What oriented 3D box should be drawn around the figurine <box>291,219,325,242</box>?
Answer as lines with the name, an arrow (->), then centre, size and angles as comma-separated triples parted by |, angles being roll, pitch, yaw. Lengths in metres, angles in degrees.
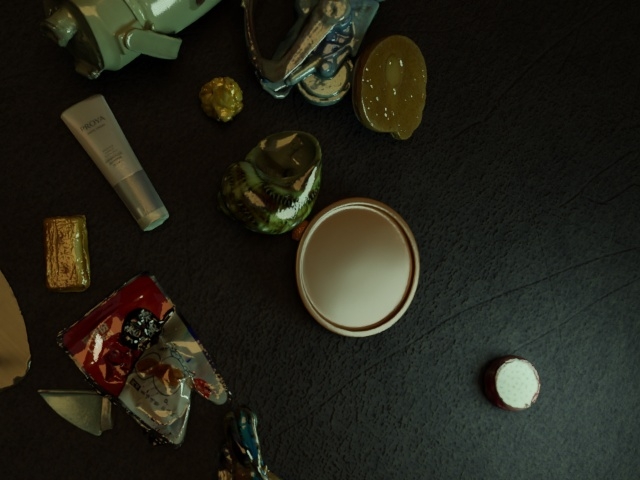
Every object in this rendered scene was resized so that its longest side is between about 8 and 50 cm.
figurine -> 0.000, 0.000, 1.334 | 0.109, 0.047, 0.064 | 32, 47, -12

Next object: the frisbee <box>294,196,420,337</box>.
frisbee -> 0.067, 0.047, 1.324 | 0.251, 0.021, 0.250 | 1, 87, -23

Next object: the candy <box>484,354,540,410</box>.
candy -> 0.352, 0.262, 1.365 | 0.103, 0.043, 0.103 | 2, 80, -12

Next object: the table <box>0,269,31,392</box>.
table -> -0.617, 0.127, 1.071 | 0.318, 0.249, 0.317 | 2, 80, -12

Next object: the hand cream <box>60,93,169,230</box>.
hand cream -> -0.348, -0.134, 1.275 | 0.079, 0.048, 0.255 | -33, 88, -14

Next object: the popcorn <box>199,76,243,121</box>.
popcorn -> -0.168, -0.249, 1.326 | 0.084, 0.084, 0.084 | 2, 81, -12

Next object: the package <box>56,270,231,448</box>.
package -> -0.278, 0.202, 1.228 | 0.269, 0.071, 0.194 | 45, 55, 8

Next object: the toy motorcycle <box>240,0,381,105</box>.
toy motorcycle -> -0.010, -0.406, 1.304 | 0.241, 0.182, 0.319 | 27, 85, -27

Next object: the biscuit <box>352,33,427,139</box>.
biscuit -> 0.121, -0.279, 1.344 | 0.208, 0.049, 0.180 | 2, 99, -50

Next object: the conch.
conch -> -0.091, -0.095, 1.292 | 0.182, 0.124, 0.187 | 3, 57, -3

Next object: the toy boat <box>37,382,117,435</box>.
toy boat -> -0.398, 0.269, 1.214 | 0.122, 0.034, 0.096 | 1, 77, -3

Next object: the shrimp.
shrimp -> -0.043, 0.478, 1.220 | 0.221, 0.110, 0.445 | -26, 91, -21

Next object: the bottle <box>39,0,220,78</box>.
bottle -> -0.302, -0.409, 1.234 | 0.229, 0.229, 0.351 | 40, 67, -4

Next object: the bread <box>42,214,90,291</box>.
bread -> -0.422, 0.021, 1.233 | 0.074, 0.053, 0.132 | -7, 83, -9
